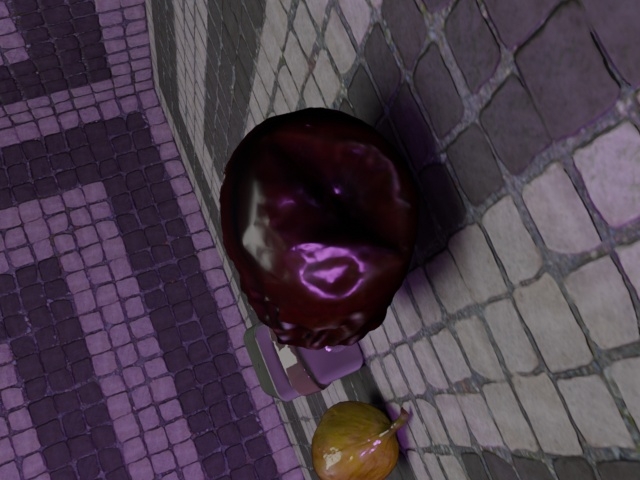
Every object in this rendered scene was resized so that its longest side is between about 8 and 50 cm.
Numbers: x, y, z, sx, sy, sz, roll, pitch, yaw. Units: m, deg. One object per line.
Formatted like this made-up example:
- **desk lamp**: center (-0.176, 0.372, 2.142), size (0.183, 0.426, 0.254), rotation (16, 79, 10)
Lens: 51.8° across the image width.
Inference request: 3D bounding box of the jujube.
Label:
- **jujube**: center (0.000, 0.000, 0.802), size (0.376, 0.258, 0.258), rotation (77, 168, -68)

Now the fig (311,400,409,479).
- **fig**: center (0.083, 0.339, 1.141), size (0.159, 0.159, 0.257), rotation (64, 144, 22)

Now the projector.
- **projector**: center (-0.037, 0.208, 1.269), size (0.163, 0.177, 0.242), rotation (67, 165, 6)
